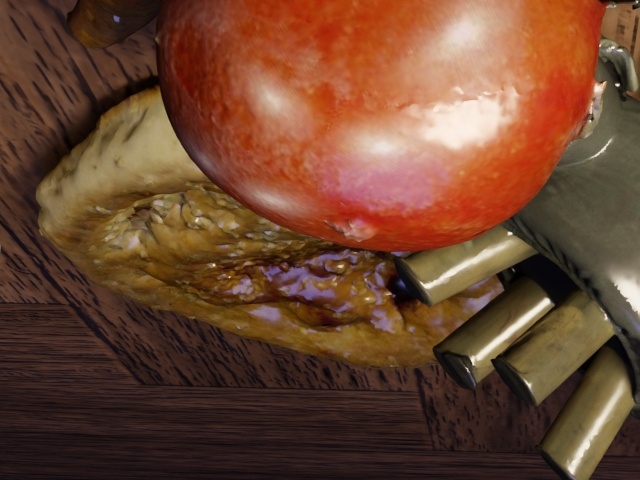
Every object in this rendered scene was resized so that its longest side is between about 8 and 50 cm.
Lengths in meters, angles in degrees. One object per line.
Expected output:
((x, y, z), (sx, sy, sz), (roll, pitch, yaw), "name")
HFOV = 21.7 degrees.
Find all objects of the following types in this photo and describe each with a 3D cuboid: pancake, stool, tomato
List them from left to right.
((0.000, -0.002, 0.977), (0.356, 0.065, 0.356), (4, 157, 2), "pancake")
((0.016, -0.074, 0.617), (0.167, 0.167, 0.167), (3, 161, 1), "tomato")
((0.113, 0.002, 0.789), (0.228, 0.139, 0.153), (52, 170, -8), "stool")

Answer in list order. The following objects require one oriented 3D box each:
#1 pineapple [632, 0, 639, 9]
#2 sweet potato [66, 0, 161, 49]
((0.172, -0.114, 0.439), (0.202, 0.202, 0.362), (5, 172, -4), "pineapple")
((-0.078, -0.140, 0.594), (0.078, 0.058, 0.255), (20, 161, 14), "sweet potato")
